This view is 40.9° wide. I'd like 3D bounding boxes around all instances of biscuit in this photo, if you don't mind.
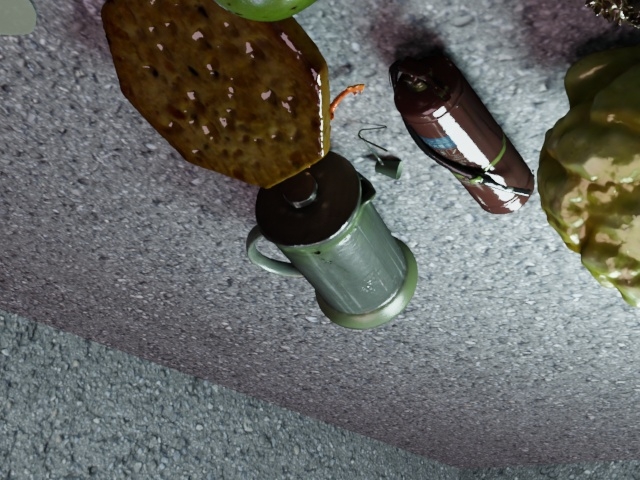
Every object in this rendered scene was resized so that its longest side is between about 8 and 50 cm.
[{"bbox_3d":[-0.137,-0.216,1.137,0.359,0.046,0.359,21,143,17],"label":"biscuit"}]

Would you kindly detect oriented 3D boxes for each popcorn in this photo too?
[{"bbox_3d":[0.433,-0.077,1.025,0.334,0.293,0.292,-6,156,1],"label":"popcorn"}]

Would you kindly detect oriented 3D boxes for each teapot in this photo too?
[{"bbox_3d":[0.000,0.000,1.477,0.270,0.200,0.337,-8,148,20],"label":"teapot"}]

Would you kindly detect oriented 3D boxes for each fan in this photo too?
[{"bbox_3d":[-0.428,-0.347,1.145,0.310,0.010,0.182,-6,151,41],"label":"fan"}]

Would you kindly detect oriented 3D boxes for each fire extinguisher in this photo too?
[{"bbox_3d":[0.193,-0.146,1.166,0.141,0.105,0.341,34,177,44],"label":"fire extinguisher"}]

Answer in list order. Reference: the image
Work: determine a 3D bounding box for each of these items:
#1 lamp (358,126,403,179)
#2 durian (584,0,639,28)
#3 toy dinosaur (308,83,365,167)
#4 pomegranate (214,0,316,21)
[{"bbox_3d":[0.094,-0.135,1.344,0.054,0.041,0.121,14,161,18],"label":"lamp"},{"bbox_3d":[0.306,-0.288,0.791,0.196,0.167,0.196,17,135,18],"label":"durian"},{"bbox_3d":[-0.042,-0.152,1.265,0.288,0.117,0.070,-10,147,45],"label":"toy dinosaur"},{"bbox_3d":[-0.039,-0.325,0.843,0.181,0.181,0.224,30,129,-34],"label":"pomegranate"}]
